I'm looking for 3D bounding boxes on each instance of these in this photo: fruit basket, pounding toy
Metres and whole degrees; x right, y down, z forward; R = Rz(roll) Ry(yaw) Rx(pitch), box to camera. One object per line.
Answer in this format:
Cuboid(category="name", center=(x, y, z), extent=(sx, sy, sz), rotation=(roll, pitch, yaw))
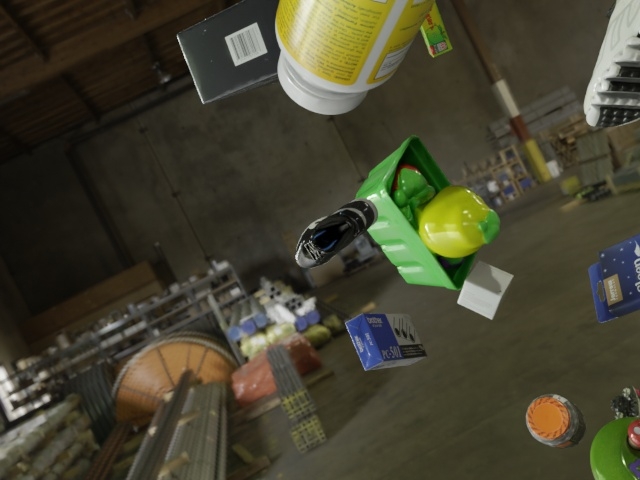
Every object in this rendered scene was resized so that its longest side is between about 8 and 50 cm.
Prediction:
Cuboid(category="fruit basket", center=(0.304, -0.065, 1.754), extent=(0.392, 0.392, 0.283), rotation=(-25, 24, 45))
Cuboid(category="pounding toy", center=(0.566, 0.398, 1.192), extent=(0.110, 0.182, 0.237), rotation=(91, -159, -54))

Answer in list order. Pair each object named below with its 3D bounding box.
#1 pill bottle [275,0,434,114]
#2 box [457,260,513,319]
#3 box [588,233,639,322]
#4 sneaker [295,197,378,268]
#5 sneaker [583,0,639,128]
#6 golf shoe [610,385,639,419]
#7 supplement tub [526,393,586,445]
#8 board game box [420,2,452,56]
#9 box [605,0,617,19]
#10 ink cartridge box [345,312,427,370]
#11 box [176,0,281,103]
Cuboid(category="pill bottle", center=(0.046, -0.317, 0.904), extent=(0.188, 0.188, 0.334), rotation=(-27, -15, -26))
Cuboid(category="box", center=(0.423, 0.126, 1.785), extent=(0.102, 0.101, 0.087), rotation=(-45, -28, -44))
Cuboid(category="box", center=(0.584, 0.051, 1.253), extent=(0.225, 0.036, 0.136), rotation=(-33, 37, 39))
Cuboid(category="sneaker", center=(0.000, 0.000, 1.293), extent=(0.217, 0.079, 0.121), rotation=(-39, -3, 38))
Cuboid(category="sneaker", center=(0.409, -0.275, 0.863), extent=(0.110, 0.118, 0.292), rotation=(4, -49, -16))
Cuboid(category="golf shoe", center=(0.761, 0.466, 1.613), extent=(0.105, 0.120, 0.273), rotation=(119, 171, -45))
Cuboid(category="supplement tub", center=(0.552, 0.425, 1.636), extent=(0.117, 0.117, 0.190), rotation=(-26, -29, 18))
Cuboid(category="board game box", center=(0.216, -0.473, 1.429), extent=(0.043, 0.181, 0.092), rotation=(-21, 15, 11))
Cuboid(category="box", center=(0.669, -0.510, 1.505), extent=(0.062, 0.052, 0.083), rotation=(-53, -1, -6))
Cuboid(category="ink cartridge box", center=(0.131, 0.194, 1.350), extent=(0.046, 0.097, 0.207), rotation=(-32, -21, 25))
Cuboid(category="box", center=(-0.100, -0.484, 1.664), extent=(0.343, 0.179, 0.312), rotation=(-14, 12, 32))
